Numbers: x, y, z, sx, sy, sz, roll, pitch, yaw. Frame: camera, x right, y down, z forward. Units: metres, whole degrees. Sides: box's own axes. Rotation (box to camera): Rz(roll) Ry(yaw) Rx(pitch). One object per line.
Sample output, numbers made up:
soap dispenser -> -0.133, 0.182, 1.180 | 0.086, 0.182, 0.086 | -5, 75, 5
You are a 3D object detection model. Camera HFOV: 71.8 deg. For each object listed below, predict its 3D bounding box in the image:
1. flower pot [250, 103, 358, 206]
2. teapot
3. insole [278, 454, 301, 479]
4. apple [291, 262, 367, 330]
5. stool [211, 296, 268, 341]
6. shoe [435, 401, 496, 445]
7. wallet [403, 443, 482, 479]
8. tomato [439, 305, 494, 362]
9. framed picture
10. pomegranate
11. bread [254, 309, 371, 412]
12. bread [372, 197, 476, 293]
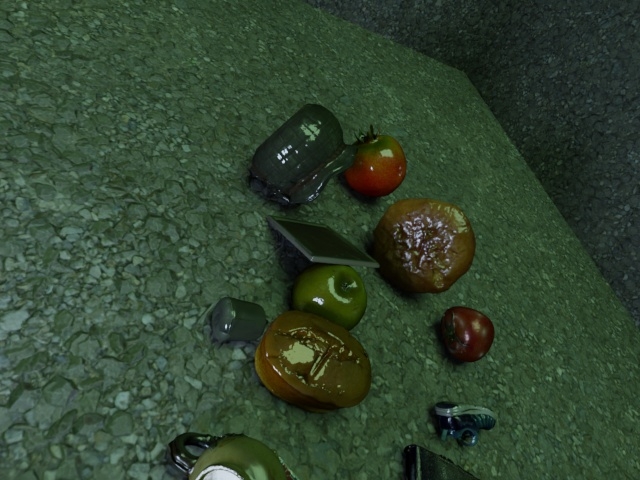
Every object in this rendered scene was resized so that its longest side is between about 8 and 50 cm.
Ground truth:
flower pot -> -0.055, -0.248, 1.311 | 0.213, 0.301, 0.302 | 48, 40, -13
teapot -> -0.142, 0.419, 0.774 | 0.269, 0.173, 0.182 | 27, 0, 19
insole -> -0.043, 0.502, 0.873 | 0.193, 0.006, 0.065 | 46, 41, 4
apple -> 0.027, 0.141, 1.120 | 0.196, 0.157, 0.197 | 15, 56, -24
stool -> -0.180, 0.177, 0.978 | 0.110, 0.096, 0.096 | 13, 49, -34
shoe -> 0.383, 0.484, 1.165 | 0.207, 0.091, 0.106 | 15, 70, -33
wallet -> 0.288, 0.616, 0.994 | 0.262, 0.071, 0.221 | 31, 37, -17
tomato -> 0.443, 0.278, 1.320 | 0.167, 0.167, 0.168 | 21, 46, -22
framed picture -> 0.000, 0.000, 1.205 | 0.213, 0.016, 0.289 | 8, 18, -33
pomegranate -> 0.188, -0.277, 1.526 | 0.221, 0.220, 0.257 | -63, 145, -48
bread -> -0.014, 0.272, 0.989 | 0.269, 0.143, 0.196 | 32, 42, -14
bread -> 0.319, 0.013, 1.354 | 0.312, 0.312, 0.172 | 50, 24, 9
